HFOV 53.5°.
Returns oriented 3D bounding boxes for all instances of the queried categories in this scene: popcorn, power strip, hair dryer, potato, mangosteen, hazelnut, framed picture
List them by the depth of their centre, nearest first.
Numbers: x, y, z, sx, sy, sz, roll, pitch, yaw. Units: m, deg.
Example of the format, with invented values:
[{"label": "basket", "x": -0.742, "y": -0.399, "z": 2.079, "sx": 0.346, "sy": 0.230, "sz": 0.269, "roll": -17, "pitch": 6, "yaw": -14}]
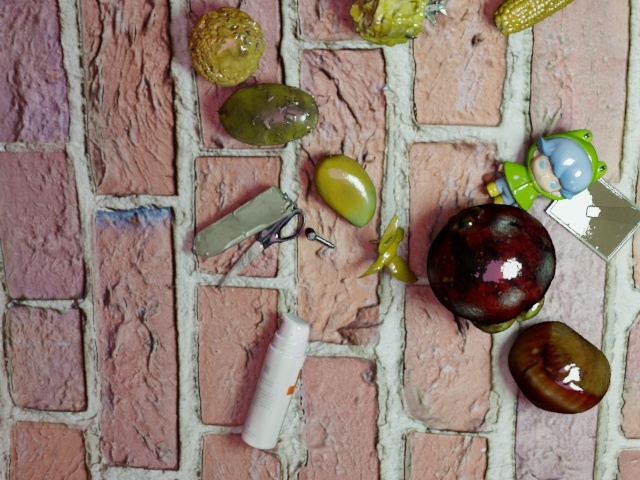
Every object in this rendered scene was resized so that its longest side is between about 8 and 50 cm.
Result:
[{"label": "popcorn", "x": 0.161, "y": -0.505, "z": 1.433, "sx": 0.173, "sy": 0.173, "sz": 0.142, "roll": 12, "pitch": 75, "yaw": 2}, {"label": "mangosteen", "x": 0.391, "y": 0.063, "z": 1.454, "sx": 0.311, "sy": 0.311, "sz": 0.311, "roll": 1, "pitch": 98, "yaw": 4}, {"label": "potato", "x": -0.126, "y": -0.299, "z": 1.512, "sx": 0.251, "sy": 0.113, "sz": 0.149, "roll": 4, "pitch": 97, "yaw": 3}, {"label": "hazelnut", "x": 0.562, "y": 0.309, "z": 1.523, "sx": 0.229, "sy": 0.229, "sz": 0.229, "roll": 1, "pitch": 98, "yaw": 4}, {"label": "framed picture", "x": 0.670, "y": -0.065, "z": 1.543, "sx": 0.203, "sy": 0.015, "sz": 0.150, "roll": 38, "pitch": 99, "yaw": -2}, {"label": "power strip", "x": -0.197, "y": -0.038, "z": 1.576, "sx": 0.286, "sy": 0.048, "sz": 0.080, "roll": -30, "pitch": 83, "yaw": 12}, {"label": "hair dryer", "x": 0.000, "y": 0.000, "z": 1.587, "sx": 0.083, "sy": 0.047, "sz": 0.026, "roll": 32, "pitch": 99, "yaw": -16}]

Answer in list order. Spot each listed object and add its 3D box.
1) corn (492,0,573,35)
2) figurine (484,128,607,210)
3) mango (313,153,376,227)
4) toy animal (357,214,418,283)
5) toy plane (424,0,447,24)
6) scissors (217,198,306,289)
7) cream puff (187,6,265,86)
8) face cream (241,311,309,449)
[{"label": "corn", "x": 0.529, "y": -0.569, "z": 1.439, "sx": 0.313, "sy": 0.102, "sz": 0.102, "roll": -35, "pitch": 95, "yaw": 10}, {"label": "figurine", "x": 0.520, "y": -0.155, "z": 1.486, "sx": 0.263, "sy": 0.143, "sz": 0.162, "roll": -25, "pitch": 89, "yaw": 24}, {"label": "mango", "x": 0.063, "y": -0.120, "z": 1.537, "sx": 0.130, "sy": 0.092, "sz": 0.194, "roll": -26, "pitch": 100, "yaw": 6}, {"label": "toy animal", "x": 0.153, "y": 0.038, "z": 1.557, "sx": 0.155, "sy": 0.095, "sz": 0.219, "roll": -28, "pitch": 126, "yaw": 7}, {"label": "toy plane", "x": 0.257, "y": -0.546, "z": 1.490, "sx": 0.083, "sy": 0.033, "sz": 0.080, "roll": -3, "pitch": 113, "yaw": 5}, {"label": "scissors", "x": -0.160, "y": 0.019, "z": 1.609, "sx": 0.109, "sy": 0.022, "sz": 0.300, "roll": 44, "pitch": 100, "yaw": 1}, {"label": "cream puff", "x": -0.220, "y": -0.455, "z": 1.489, "sx": 0.189, "sy": 0.129, "sz": 0.189, "roll": 1, "pitch": 102, "yaw": 5}, {"label": "face cream", "x": -0.108, "y": 0.354, "z": 1.615, "sx": 0.102, "sy": 0.102, "sz": 0.345, "roll": 19, "pitch": 100, "yaw": 1}]
